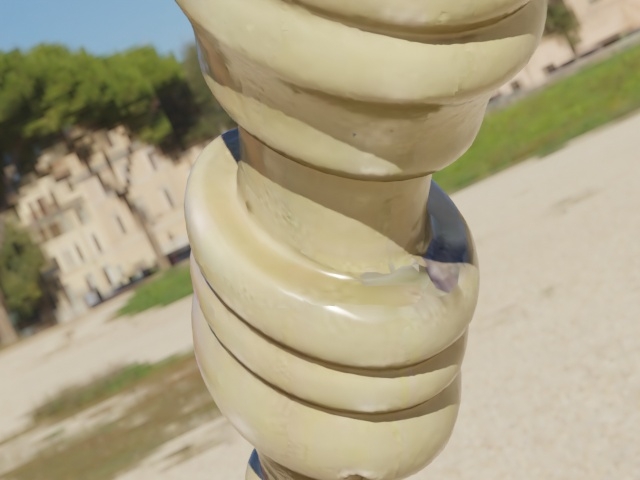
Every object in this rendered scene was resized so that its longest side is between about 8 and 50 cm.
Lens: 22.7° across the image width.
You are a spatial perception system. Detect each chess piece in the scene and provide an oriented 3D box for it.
[{"bbox_3d":[0.000,0.000,0.563,0.138,0.307,0.124,17,41,15],"label":"chess piece"}]
